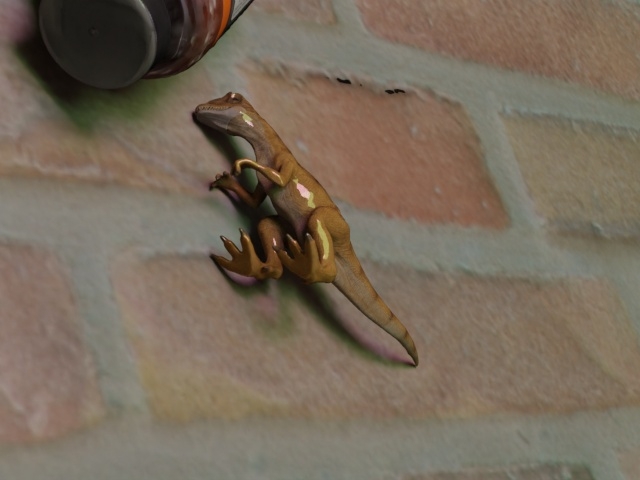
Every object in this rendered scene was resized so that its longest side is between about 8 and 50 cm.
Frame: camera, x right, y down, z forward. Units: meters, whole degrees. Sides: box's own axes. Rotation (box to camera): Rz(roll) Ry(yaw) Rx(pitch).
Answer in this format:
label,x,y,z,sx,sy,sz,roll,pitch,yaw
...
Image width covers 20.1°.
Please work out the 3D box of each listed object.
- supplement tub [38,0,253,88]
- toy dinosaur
label,x,y,z,sx,sy,sz,roll,pitch,yaw
supplement tub,-0.088,-0.160,1.037,0.106,0.106,0.198,51,36,-12
toy dinosaur,0.000,0.000,1.064,0.211,0.064,0.112,56,33,-5
